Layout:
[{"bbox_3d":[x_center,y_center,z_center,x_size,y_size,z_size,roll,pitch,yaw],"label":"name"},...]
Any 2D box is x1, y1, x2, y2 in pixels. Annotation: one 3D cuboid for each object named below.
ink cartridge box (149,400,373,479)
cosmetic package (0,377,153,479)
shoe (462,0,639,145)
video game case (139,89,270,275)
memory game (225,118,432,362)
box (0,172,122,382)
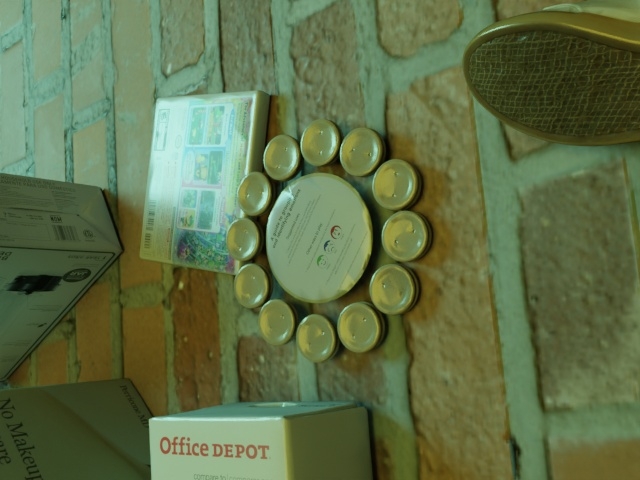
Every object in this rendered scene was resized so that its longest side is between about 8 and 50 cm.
[{"bbox_3d":[-0.041,0.228,0.525,0.154,0.093,0.212,-11,78,40],"label":"ink cartridge box"},{"bbox_3d":[-0.276,0.214,0.587,0.160,0.309,0.113,46,116,32],"label":"cosmetic package"},{"bbox_3d":[0.177,-0.092,0.392,0.219,0.058,0.076,16,128,45],"label":"shoe"},{"bbox_3d":[-0.108,-0.053,0.655,0.143,0.019,0.157,6,90,41],"label":"video game case"},{"bbox_3d":[0.000,0.000,0.549,0.186,0.012,0.186,-2,87,35],"label":"memory game"},{"bbox_3d":[-0.363,0.053,0.769,0.290,0.169,0.087,-42,61,31],"label":"box"}]
